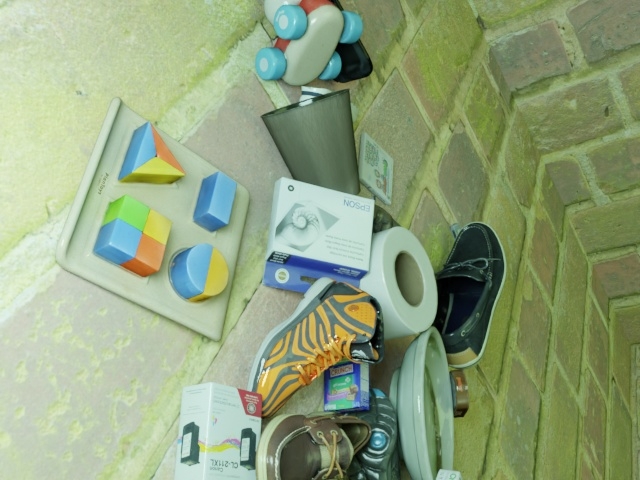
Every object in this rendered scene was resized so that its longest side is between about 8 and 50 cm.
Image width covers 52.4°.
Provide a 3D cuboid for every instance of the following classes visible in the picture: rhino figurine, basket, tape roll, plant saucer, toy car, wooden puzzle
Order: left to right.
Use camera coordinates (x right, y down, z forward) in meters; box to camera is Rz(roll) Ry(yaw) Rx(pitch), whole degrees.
[{"bbox_3d":[-0.246,-0.036,1.106,0.348,0.080,0.322,38,47,-40],"label":"wooden puzzle"},{"bbox_3d":[-0.069,-0.507,1.512,0.219,0.210,0.238,-13,58,-42],"label":"toy car"},{"bbox_3d":[-0.003,-0.198,1.446,0.154,0.204,0.227,-86,160,-73],"label":"basket"},{"bbox_3d":[0.138,0.105,1.502,0.246,0.169,0.246,26,56,-47],"label":"tape roll"},{"bbox_3d":[0.158,-0.030,1.675,0.243,0.073,0.106,45,47,-32],"label":"rhino figurine"},{"bbox_3d":[0.231,0.401,1.511,0.400,0.100,0.401,-6,90,-72],"label":"plant saucer"}]

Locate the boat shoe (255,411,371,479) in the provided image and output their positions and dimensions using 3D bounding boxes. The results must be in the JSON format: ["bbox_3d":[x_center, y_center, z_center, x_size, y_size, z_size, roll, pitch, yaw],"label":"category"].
[{"bbox_3d":[0.001,0.374,1.179,0.342,0.123,0.123,18,68,-65],"label":"boat shoe"}]

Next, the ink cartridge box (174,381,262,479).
[{"bbox_3d":[-0.164,0.334,1.065,0.127,0.072,0.175,29,53,-46],"label":"ink cartridge box"}]

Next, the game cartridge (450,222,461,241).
[{"bbox_3d":[0.451,-0.015,2.126,0.056,0.017,0.083,-26,98,-59],"label":"game cartridge"}]

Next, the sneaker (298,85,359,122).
[{"bbox_3d":[0.016,-0.310,1.603,0.235,0.090,0.095,5,95,-58],"label":"sneaker"}]

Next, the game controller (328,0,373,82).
[{"bbox_3d":[0.013,-0.536,1.617,0.067,0.166,0.319,-48,117,-29],"label":"game controller"}]

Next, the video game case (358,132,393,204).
[{"bbox_3d":[0.154,-0.196,1.786,0.143,0.019,0.157,37,48,-40],"label":"video game case"}]

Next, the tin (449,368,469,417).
[{"bbox_3d":[0.359,0.404,1.717,0.190,0.040,0.106,81,7,-62],"label":"tin"}]

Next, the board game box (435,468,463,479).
[{"bbox_3d":[0.281,0.655,1.344,0.193,0.053,0.305,-53,129,-46],"label":"board game box"}]

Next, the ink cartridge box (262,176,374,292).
[{"bbox_3d":[0.000,0.000,1.349,0.223,0.045,0.224,12,74,-21],"label":"ink cartridge box"}]

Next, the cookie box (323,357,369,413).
[{"bbox_3d":[0.055,0.304,1.367,0.040,0.091,0.107,34,49,-47],"label":"cookie box"}]

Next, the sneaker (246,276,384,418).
[{"bbox_3d":[0.007,0.208,1.205,0.321,0.180,0.125,-55,144,-27],"label":"sneaker"}]

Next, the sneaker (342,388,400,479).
[{"bbox_3d":[0.109,0.488,1.372,0.140,0.125,0.341,69,19,-60],"label":"sneaker"}]

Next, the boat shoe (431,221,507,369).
[{"bbox_3d":[0.422,0.125,1.882,0.156,0.186,0.500,52,44,-36],"label":"boat shoe"}]
